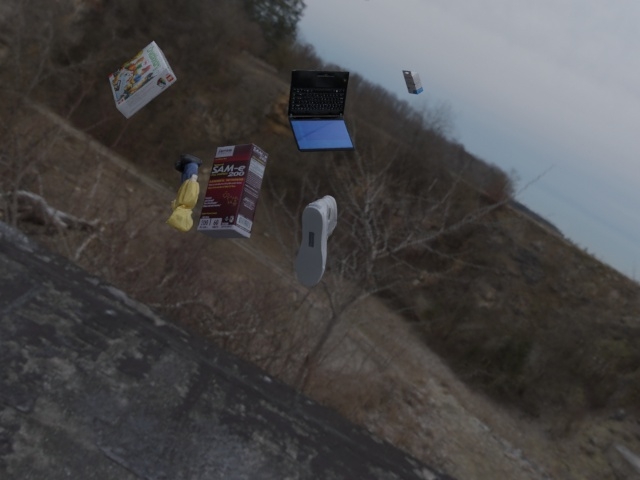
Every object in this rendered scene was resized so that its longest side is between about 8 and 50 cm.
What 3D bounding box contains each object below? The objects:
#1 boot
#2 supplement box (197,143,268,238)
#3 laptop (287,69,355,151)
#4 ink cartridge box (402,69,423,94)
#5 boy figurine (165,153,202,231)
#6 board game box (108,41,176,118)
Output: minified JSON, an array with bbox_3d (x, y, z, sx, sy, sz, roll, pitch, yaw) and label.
[{"bbox_3d":[0.000,0.000,1.801,0.095,0.258,0.123,20,29,21],"label":"boot"},{"bbox_3d":[-0.229,-0.128,1.646,0.130,0.239,0.073,-1,-20,33],"label":"supplement box"},{"bbox_3d":[0.014,-0.472,2.285,0.235,0.264,0.136,-6,29,-27],"label":"laptop"},{"bbox_3d":[0.301,-0.523,2.053,0.048,0.028,0.083,29,-32,54],"label":"ink cartridge box"},{"bbox_3d":[-0.473,-0.149,2.156,0.092,0.177,0.285,22,54,-28],"label":"boy figurine"},{"bbox_3d":[-0.564,-0.510,1.974,0.053,0.193,0.305,51,3,-38],"label":"board game box"}]
